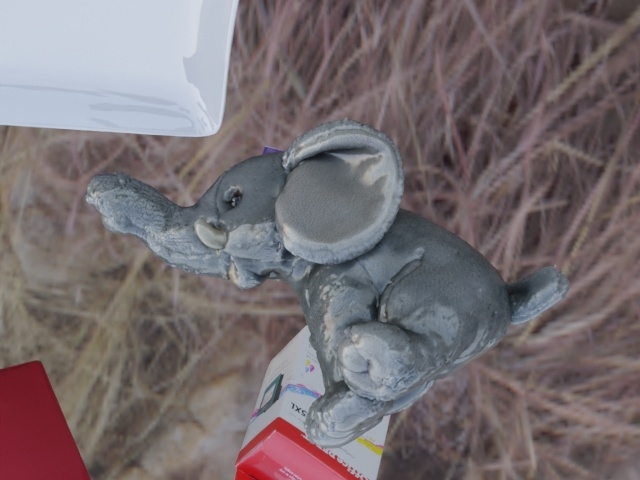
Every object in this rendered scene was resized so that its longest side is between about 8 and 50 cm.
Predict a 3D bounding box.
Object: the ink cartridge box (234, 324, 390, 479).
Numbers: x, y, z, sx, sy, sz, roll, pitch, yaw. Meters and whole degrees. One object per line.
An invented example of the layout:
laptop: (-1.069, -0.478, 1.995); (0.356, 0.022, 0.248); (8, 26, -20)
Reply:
ink cartridge box: (-0.006, 0.216, 1.515); (0.134, 0.231, 0.078); (36, 124, -13)

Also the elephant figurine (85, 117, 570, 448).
elephant figurine: (0.000, 0.000, 0.927); (0.186, 0.239, 0.169); (-20, 161, -48)

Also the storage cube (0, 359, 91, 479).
storage cube: (-0.366, 0.253, 1.401); (0.184, 0.193, 0.215); (-29, 82, 31)

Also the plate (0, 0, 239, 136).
plate: (-0.198, -0.177, 1.020); (0.277, 0.045, 0.278); (3, 148, -8)

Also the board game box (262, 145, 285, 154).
board game box: (-0.005, -0.018, 1.616); (0.170, 0.141, 0.048); (16, 159, 2)
